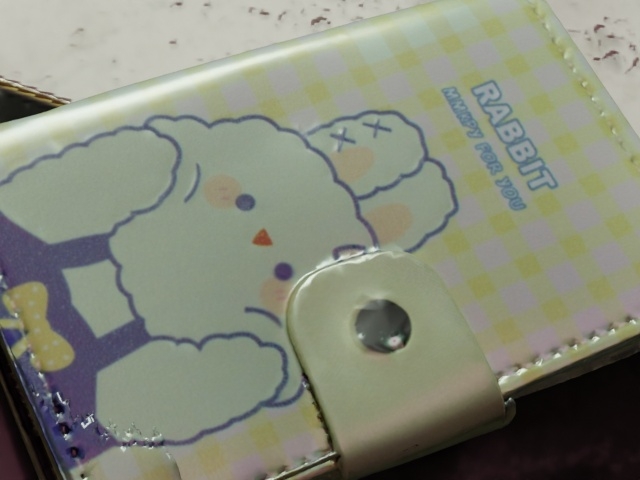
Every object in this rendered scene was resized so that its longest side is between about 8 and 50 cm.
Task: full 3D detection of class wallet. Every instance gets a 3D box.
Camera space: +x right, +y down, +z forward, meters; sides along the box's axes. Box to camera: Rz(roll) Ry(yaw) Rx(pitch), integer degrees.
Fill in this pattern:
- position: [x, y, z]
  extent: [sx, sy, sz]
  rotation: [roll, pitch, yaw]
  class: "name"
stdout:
- position: [0.000, 0.000, 0.646]
  extent: [0.309, 0.077, 0.223]
  rotation: [-19, 68, -18]
  class: "wallet"
